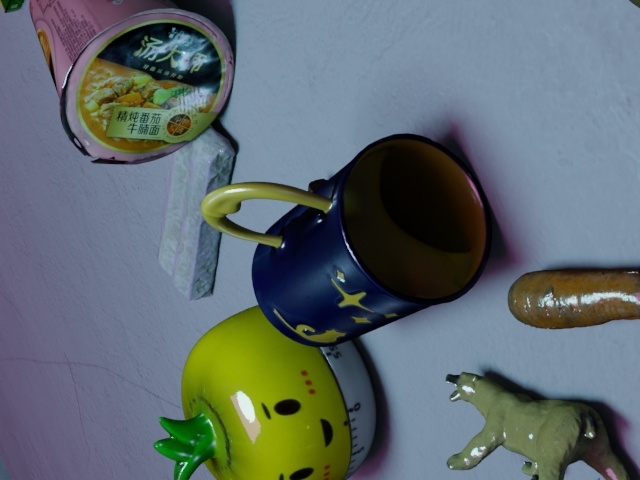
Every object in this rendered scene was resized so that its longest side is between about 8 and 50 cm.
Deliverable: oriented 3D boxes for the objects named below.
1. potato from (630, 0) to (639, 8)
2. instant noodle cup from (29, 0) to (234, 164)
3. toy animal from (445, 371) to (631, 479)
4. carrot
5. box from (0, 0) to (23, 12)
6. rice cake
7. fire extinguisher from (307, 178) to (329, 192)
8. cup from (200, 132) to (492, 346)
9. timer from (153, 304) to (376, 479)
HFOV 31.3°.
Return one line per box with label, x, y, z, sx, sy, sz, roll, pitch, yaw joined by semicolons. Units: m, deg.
potato;0.240;-0.287;0.734;0.243;0.221;0.326;-28;86;48
instant noodle cup;-0.272;-0.264;1.526;0.255;0.244;0.244;53;145;40
toy animal;0.214;0.197;1.174;0.218;0.103;0.101;4;91;57
carrot;0.246;0.053;1.063;0.186;0.060;0.060;-8;100;57
box;-0.515;-0.497;1.908;0.235;0.034;0.132;-38;75;57
rice cake;-0.185;-0.048;1.649;0.106;0.050;0.298;48;142;31
fire extinguisher;0.000;0.000;1.411;0.064;0.043;0.158;17;127;15
cup;0.011;-0.014;1.229;0.255;0.178;0.256;42;149;-10
timer;-0.094;0.226;1.462;0.285;0.285;0.285;32;132;44
